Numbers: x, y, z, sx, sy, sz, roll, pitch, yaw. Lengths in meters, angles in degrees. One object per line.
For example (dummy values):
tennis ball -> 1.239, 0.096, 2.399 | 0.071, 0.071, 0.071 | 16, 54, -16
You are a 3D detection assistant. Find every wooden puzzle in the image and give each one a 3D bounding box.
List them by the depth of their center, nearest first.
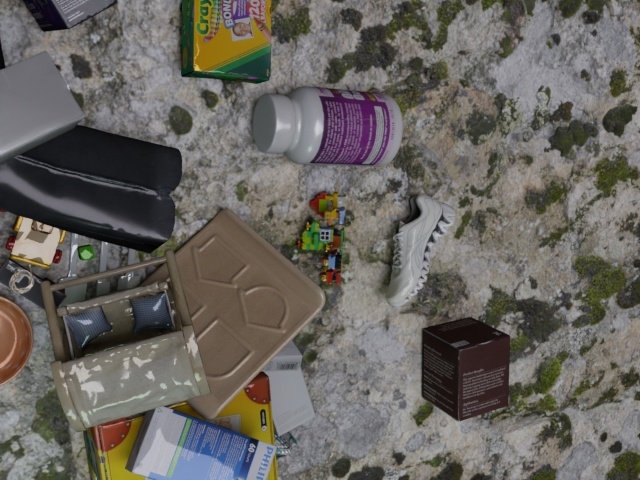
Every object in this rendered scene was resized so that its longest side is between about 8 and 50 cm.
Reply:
wooden puzzle -> -0.211, 0.150, 1.623 | 0.348, 0.322, 0.080 | -46, 159, -12

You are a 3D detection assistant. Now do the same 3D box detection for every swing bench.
swing bench -> -0.361, 0.187, 1.446 | 0.253, 0.255, 0.165 | -15, 145, -10

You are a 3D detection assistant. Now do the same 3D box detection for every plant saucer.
plant saucer -> -0.663, 0.195, 1.508 | 0.200, 0.037, 0.200 | -7, 105, -27

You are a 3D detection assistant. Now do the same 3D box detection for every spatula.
spatula -> -0.449, 0.037, 1.596 | 0.168, 0.019, 0.242 | 2, 102, -28

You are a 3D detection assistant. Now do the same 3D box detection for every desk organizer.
desk organizer -> -0.564, 0.084, 1.515 | 0.130, 0.050, 0.047 | 38, 89, -23

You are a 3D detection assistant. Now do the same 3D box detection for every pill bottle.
pill bottle -> 0.014, -0.247, 1.690 | 0.301, 0.169, 0.169 | -1, 103, -29

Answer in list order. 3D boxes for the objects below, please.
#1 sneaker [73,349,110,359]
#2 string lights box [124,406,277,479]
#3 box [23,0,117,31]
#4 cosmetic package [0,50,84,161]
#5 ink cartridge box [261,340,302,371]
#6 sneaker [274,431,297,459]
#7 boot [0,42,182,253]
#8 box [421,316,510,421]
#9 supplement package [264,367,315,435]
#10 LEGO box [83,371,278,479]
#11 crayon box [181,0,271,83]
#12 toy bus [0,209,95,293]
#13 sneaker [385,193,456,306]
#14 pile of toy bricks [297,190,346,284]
sneaker -> -0.467, 0.222, 1.587 | 0.089, 0.051, 0.170 | 29, 90, 6
string lights box -> -0.229, 0.421, 1.510 | 0.259, 0.077, 0.133 | 25, 71, -19
box -> -0.463, -0.461, 1.323 | 0.103, 0.261, 0.184 | -34, 115, -17
cosmetic package -> -0.517, -0.193, 1.243 | 0.238, 0.107, 0.127 | -32, 100, -29
ink cartridge box -> -0.141, 0.224, 1.724 | 0.145, 0.179, 0.045 | 3, 114, -29
sneaker -> -0.107, 0.495, 1.832 | 0.076, 0.065, 0.166 | -46, 164, 3
boot -> -0.459, -0.202, 1.399 | 0.445, 0.146, 0.367 | 15, 81, -22
box -> 0.378, 0.333, 2.032 | 0.168, 0.167, 0.203 | -9, 106, -26
supplement package -> -0.099, 0.340, 1.812 | 0.105, 0.105, 0.179 | -24, 113, -21
LEGO box -> -0.296, 0.535, 1.700 | 0.372, 0.193, 0.500 | -11, 107, -26
crayon box -> -0.188, -0.462, 1.554 | 0.165, 0.081, 0.278 | -1, 93, -28
toy bus -> -0.534, -0.028, 1.482 | 0.202, 0.104, 0.191 | -29, 105, -20
sneaker -> 0.219, 0.022, 1.915 | 0.118, 0.110, 0.292 | 30, 79, -23
pile of toy bricks -> 0.000, 0.000, 1.794 | 0.105, 0.118, 0.212 | 4, 113, 3
